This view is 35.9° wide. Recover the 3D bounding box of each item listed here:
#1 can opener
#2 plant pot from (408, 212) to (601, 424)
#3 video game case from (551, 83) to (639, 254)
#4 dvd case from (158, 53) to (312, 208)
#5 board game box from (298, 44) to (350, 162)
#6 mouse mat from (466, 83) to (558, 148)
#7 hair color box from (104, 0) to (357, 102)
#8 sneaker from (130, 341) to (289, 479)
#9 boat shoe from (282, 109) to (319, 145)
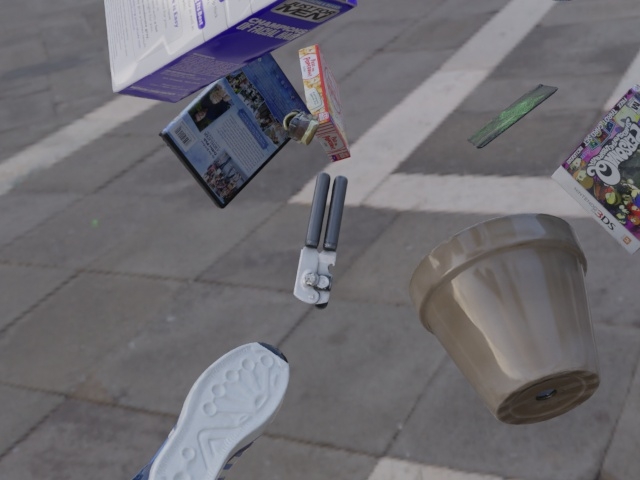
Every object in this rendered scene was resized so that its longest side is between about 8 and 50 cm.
[{"bbox_3d":[0.000,0.000,2.042,0.074,0.280,0.093,10,-8,-2],"label":"can opener"},{"bbox_3d":[0.346,0.156,1.735,0.323,0.323,0.280,-13,54,-4],"label":"plant pot"},{"bbox_3d":[0.561,-0.123,1.767,0.210,0.232,0.042,47,39,13],"label":"video game case"},{"bbox_3d":[-0.143,-0.204,1.745,0.253,0.180,0.022,-48,32,-19],"label":"dvd case"},{"bbox_3d":[0.008,-0.279,2.026,0.045,0.147,0.193,-15,62,12],"label":"board game box"},{"bbox_3d":[0.303,-0.200,1.583,0.152,0.007,0.189,-37,8,8],"label":"mouse mat"},{"bbox_3d":[-0.120,-0.306,1.174,0.110,0.185,0.339,2,-14,-44],"label":"hair color box"},{"bbox_3d":[-0.183,0.323,1.551,0.130,0.236,0.323,34,55,2],"label":"sneaker"},{"bbox_3d":[-0.034,-0.186,1.578,0.049,0.056,0.152,31,2,-11],"label":"boat shoe"}]
